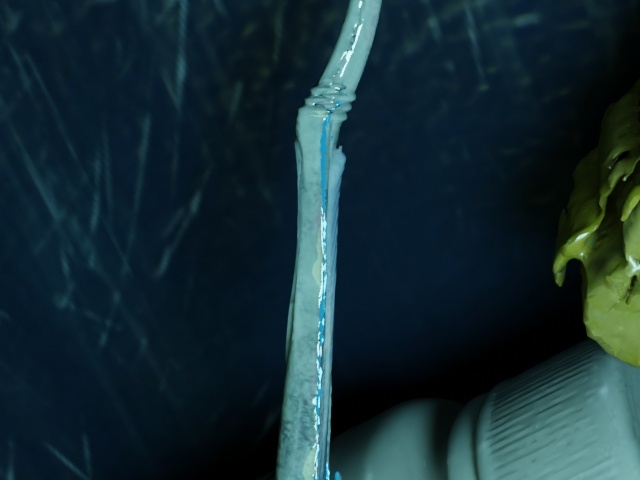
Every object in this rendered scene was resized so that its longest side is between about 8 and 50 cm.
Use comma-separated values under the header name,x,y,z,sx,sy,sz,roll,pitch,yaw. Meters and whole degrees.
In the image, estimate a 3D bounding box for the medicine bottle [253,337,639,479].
name,x,y,z,sx,sy,sz,roll,pitch,yaw
medicine bottle,0.050,0.190,0.820,0.340,0.208,0.208,-32,113,25

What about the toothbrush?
name,x,y,z,sx,sy,sz,roll,pitch,yaw
toothbrush,0.000,0.000,0.702,0.042,0.035,0.413,4,95,11

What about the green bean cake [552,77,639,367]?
name,x,y,z,sx,sy,sz,roll,pitch,yaw
green bean cake,0.234,-0.030,0.691,0.230,0.131,0.224,19,126,-7
